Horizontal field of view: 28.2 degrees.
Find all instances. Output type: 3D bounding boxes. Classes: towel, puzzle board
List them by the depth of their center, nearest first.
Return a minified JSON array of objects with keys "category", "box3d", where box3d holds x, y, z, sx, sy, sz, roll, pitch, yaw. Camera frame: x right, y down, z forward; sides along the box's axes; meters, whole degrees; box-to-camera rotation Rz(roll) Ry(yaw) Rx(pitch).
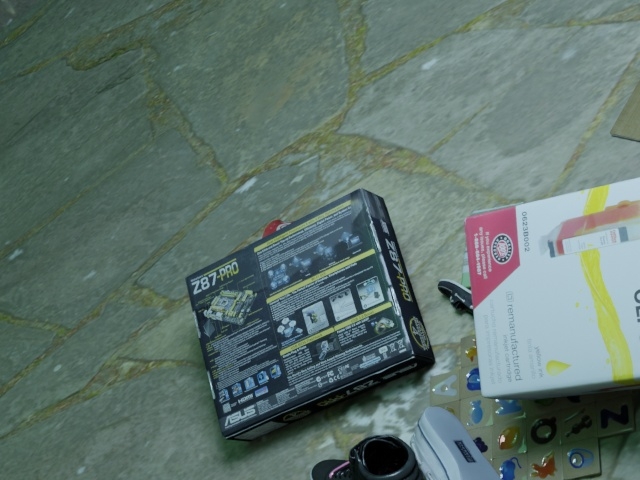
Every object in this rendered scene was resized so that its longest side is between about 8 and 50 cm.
[{"category":"puzzle board","box3d":[0.551,-0.219,2.115,0.096,0.011,0.128,21,75,45]},{"category":"towel","box3d":[0.295,0.012,2.153,0.113,0.023,0.152,-11,56,37]}]

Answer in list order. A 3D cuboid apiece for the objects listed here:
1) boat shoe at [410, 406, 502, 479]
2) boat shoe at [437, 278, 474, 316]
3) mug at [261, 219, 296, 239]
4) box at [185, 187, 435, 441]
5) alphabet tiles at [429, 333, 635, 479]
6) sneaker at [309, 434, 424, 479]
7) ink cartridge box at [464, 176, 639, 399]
[{"category":"boat shoe","box3d":[0.210,0.366,1.908,0.084,0.095,0.258,-62,32,28]},{"category":"boat shoe","box3d":[0.238,0.101,2.115,0.125,0.046,0.038,27,74,39]},{"category":"mug","box3d":[-0.006,-0.003,2.347,0.169,0.113,0.150,-4,60,34]},{"category":"box","box3d":[-0.030,0.134,2.208,0.395,0.097,0.318,-27,67,23]},{"category":"alphabet tiles","box3d":[0.317,0.250,1.964,0.342,0.011,0.285,-18,51,29]},{"category":"sneaker","box3d":[0.071,0.352,1.959,0.104,0.147,0.296,-30,24,-28]},{"category":"ink cartridge box","box3d":[0.415,0.069,1.803,0.385,0.160,0.279,-13,75,38]}]
